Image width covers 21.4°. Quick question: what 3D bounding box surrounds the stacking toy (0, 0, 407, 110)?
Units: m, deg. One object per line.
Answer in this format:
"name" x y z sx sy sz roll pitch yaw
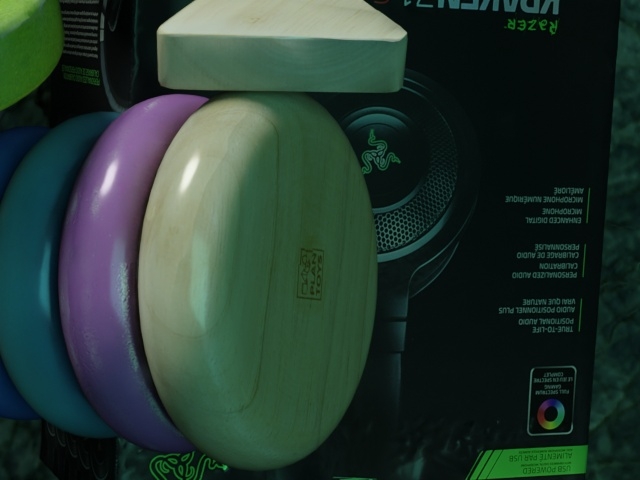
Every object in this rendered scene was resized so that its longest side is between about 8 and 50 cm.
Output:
"stacking toy" -0.110 -0.165 0.628 0.309 0.279 0.130 -5 124 -11

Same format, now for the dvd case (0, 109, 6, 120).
"dvd case" -0.218 -0.160 0.777 0.221 0.018 0.164 28 82 -23

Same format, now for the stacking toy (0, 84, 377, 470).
"stacking toy" -0.150 0.009 0.677 0.141 0.330 0.141 -7 98 -63

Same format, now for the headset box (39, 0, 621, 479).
"headset box" 0.000 0.000 0.815 0.246 0.131 0.283 1 98 -24
